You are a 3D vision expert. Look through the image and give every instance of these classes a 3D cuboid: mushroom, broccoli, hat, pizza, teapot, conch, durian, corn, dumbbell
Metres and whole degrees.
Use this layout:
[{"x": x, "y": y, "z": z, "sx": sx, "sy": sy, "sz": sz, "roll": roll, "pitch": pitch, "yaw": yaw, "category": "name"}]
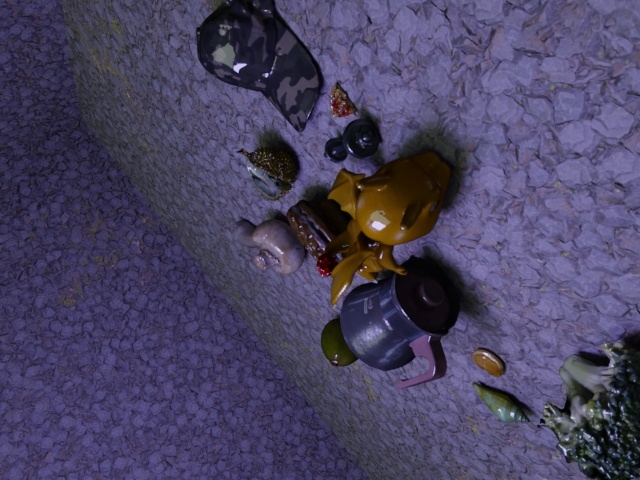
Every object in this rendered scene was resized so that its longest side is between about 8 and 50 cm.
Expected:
[{"x": -0.174, "y": 0.030, "z": 1.904, "sx": 0.254, "sy": 0.195, "sz": 0.189, "roll": 52, "pitch": 147, "yaw": -6, "category": "mushroom"}, {"x": 0.664, "y": 0.386, "z": 1.073, "sx": 0.281, "sy": 0.293, "sz": 0.348, "roll": -97, "pitch": -8, "yaw": -72, "category": "broccoli"}, {"x": -0.194, "y": -0.491, "z": 1.361, "sx": 0.382, "sy": 0.257, "sz": 0.366, "roll": 66, "pitch": 156, "yaw": 15, "category": "hat"}, {"x": 0.051, "y": -0.392, "z": 1.287, "sx": 0.100, "sy": 0.029, "sz": 0.099, "roll": 12, "pitch": 131, "yaw": 49, "category": "pizza"}, {"x": 0.255, "y": 0.261, "z": 1.428, "sx": 0.362, "sy": 0.305, "sz": 0.376, "roll": 128, "pitch": 136, "yaw": -53, "category": "teapot"}, {"x": 0.597, "y": 0.546, "z": 1.514, "sx": 0.095, "sy": 0.079, "sz": 0.200, "roll": 53, "pitch": 171, "yaw": -29, "category": "conch"}, {"x": -0.179, "y": -0.265, "z": 1.640, "sx": 0.237, "sy": 0.138, "sz": 0.193, "roll": 46, "pitch": 154, "yaw": 4, "category": "durian"}, {"x": 0.068, "y": -0.058, "z": 1.592, "sx": 0.207, "sy": 0.068, "sz": 0.068, "roll": 52, "pitch": 151, "yaw": -1, "category": "corn"}, {"x": -0.323, "y": -0.017, "z": 2.164, "sx": 0.247, "sy": 0.108, "sz": 0.096, "roll": 24, "pitch": -179, "yaw": 44, "category": "mushroom"}, {"x": 0.072, "y": -0.273, "z": 1.322, "sx": 0.110, "sy": 0.110, "sz": 0.254, "roll": 59, "pitch": 156, "yaw": -13, "category": "dumbbell"}]

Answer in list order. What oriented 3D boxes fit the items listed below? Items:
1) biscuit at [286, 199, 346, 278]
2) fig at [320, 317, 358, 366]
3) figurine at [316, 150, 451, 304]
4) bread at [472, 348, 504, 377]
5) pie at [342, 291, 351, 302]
[{"x": 0.000, "y": 0.000, "z": 1.628, "sx": 0.332, "sy": 0.103, "sz": 0.332, "roll": 50, "pitch": 173, "yaw": 9, "category": "biscuit"}, {"x": 0.082, "y": 0.458, "z": 1.995, "sx": 0.202, "sy": 0.225, "sz": 0.203, "roll": 13, "pitch": 124, "yaw": 19, "category": "fig"}, {"x": 0.155, "y": -0.034, "z": 1.208, "sx": 0.268, "sy": 0.401, "sz": 0.387, "roll": 20, "pitch": 146, "yaw": -10, "category": "figurine"}, {"x": 0.540, "y": 0.394, "z": 1.473, "sx": 0.110, "sy": 0.024, "sz": 0.110, "roll": 34, "pitch": 146, "yaw": 27, "category": "bread"}, {"x": 0.176, "y": 0.293, "z": 1.795, "sx": 0.218, "sy": 0.054, "sz": 0.204, "roll": 31, "pitch": 142, "yaw": 35, "category": "pie"}]
